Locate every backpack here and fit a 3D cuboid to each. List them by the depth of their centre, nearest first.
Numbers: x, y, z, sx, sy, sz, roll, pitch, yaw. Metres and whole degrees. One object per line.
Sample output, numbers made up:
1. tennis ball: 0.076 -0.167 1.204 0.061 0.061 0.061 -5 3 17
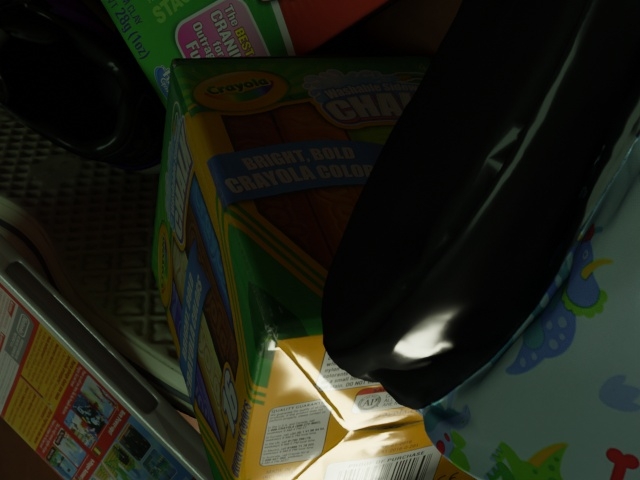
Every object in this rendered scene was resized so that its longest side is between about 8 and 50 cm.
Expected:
1. backpack: 0.210 0.025 0.421 0.355 0.273 0.290 23 123 -12

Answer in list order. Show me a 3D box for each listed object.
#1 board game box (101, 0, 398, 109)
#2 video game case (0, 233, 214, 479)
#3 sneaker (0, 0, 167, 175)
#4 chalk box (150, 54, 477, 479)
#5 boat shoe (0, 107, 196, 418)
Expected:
1. board game box: -0.045 -0.234 0.708 0.316 0.064 0.242 -25 98 47
2. video game case: -0.191 0.108 0.811 0.285 0.025 0.204 44 145 4
3. sneaker: -0.225 -0.157 0.828 0.293 0.146 0.102 37 102 5
4. chalk box: 0.000 0.000 0.695 0.179 0.180 0.289 104 152 -42
5. boat shoe: -0.168 0.031 0.909 0.500 0.186 0.156 26 133 36
